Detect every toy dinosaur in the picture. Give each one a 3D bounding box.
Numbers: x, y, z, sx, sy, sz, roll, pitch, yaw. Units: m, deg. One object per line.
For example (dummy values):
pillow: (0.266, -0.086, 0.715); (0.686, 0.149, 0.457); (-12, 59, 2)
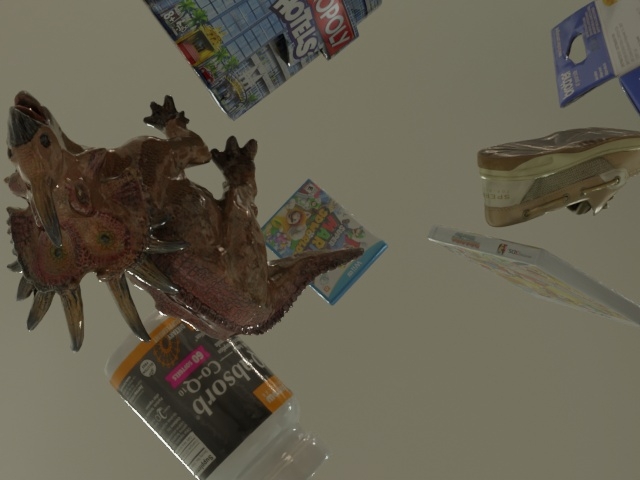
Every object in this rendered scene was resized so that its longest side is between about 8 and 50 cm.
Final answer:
toy dinosaur: (-0.096, 0.006, 0.625); (0.127, 0.295, 0.200); (-51, -149, 18)

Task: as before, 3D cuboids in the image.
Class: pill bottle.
pill bottle: (-0.126, 0.212, 1.191); (0.162, 0.162, 0.278); (-45, -97, -2)

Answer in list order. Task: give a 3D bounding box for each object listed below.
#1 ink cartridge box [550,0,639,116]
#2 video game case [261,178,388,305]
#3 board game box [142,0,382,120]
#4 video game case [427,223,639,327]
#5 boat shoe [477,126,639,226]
ink cartridge box: (0.347, -0.209, 0.796); (0.311, 0.186, 0.065); (-27, -64, 25)
video game case: (0.000, 0.000, 1.377); (0.119, 0.015, 0.166); (-46, -116, -5)
board game box: (-0.015, -0.180, 0.638); (0.194, 0.194, 0.060); (-37, -114, 0)
video game case: (0.278, 0.046, 1.203); (0.206, 0.227, 0.026); (17, -99, 58)
boat shoe: (0.322, -0.082, 1.185); (0.302, 0.109, 0.098); (-13, -73, -31)
